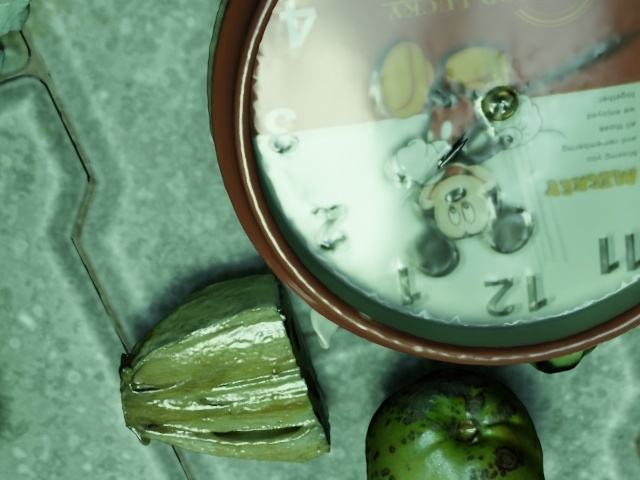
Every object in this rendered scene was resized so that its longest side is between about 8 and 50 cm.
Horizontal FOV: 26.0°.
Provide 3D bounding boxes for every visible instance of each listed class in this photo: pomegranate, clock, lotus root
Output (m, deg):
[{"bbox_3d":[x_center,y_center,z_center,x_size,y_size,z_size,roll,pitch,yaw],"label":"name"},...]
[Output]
[{"bbox_3d":[0.107,0.161,0.982,0.125,0.138,0.163,-40,144,28],"label":"pomegranate"},{"bbox_3d":[0.097,-0.078,0.757,0.318,0.080,0.318,-1,113,-3],"label":"clock"},{"bbox_3d":[-0.072,0.090,0.984,0.144,0.070,0.143,-7,123,3],"label":"lotus root"}]

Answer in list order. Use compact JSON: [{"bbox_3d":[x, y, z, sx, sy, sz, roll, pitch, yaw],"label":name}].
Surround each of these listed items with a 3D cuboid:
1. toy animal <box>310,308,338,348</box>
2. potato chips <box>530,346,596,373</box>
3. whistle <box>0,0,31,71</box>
[{"bbox_3d":[-0.001,-0.003,0.930,0.071,0.085,0.124,-30,118,-1],"label":"toy animal"},{"bbox_3d":[0.187,-0.127,0.839,0.373,0.097,0.389,-32,109,8],"label":"potato chips"},{"bbox_3d":[-0.202,-0.164,0.841,0.123,0.123,0.223,11,131,-2],"label":"whistle"}]
